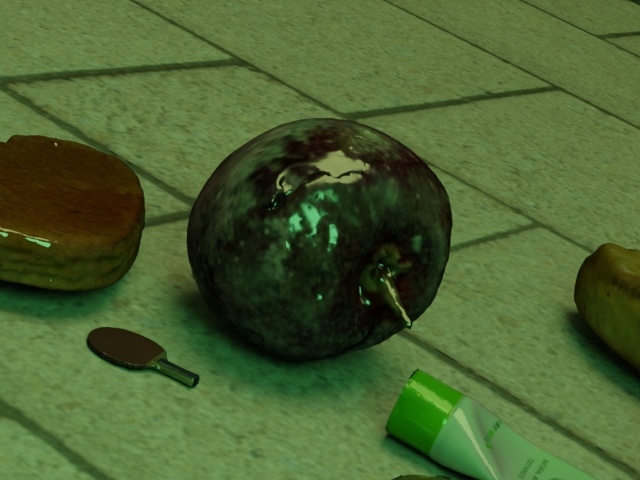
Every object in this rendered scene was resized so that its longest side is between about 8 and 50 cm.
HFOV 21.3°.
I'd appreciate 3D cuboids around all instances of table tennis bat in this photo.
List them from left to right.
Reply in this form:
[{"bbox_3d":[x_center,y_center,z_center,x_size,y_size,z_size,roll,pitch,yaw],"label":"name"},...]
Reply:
[{"bbox_3d":[-0.120,0.079,1.159,0.083,0.007,0.050,24,20,16],"label":"table tennis bat"}]

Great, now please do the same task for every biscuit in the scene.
[{"bbox_3d":[-0.265,-0.036,1.255,0.277,0.052,0.262,14,17,-13],"label":"biscuit"},{"bbox_3d":[0.349,0.090,1.440,0.274,0.091,0.213,20,18,-4],"label":"biscuit"}]

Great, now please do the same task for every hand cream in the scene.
[{"bbox_3d":[0.172,0.176,1.145,0.275,0.050,0.079,29,49,11],"label":"hand cream"}]

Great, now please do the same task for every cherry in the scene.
[{"bbox_3d":[-0.008,-0.001,1.230,0.195,0.195,0.195,17,21,-7],"label":"cherry"}]

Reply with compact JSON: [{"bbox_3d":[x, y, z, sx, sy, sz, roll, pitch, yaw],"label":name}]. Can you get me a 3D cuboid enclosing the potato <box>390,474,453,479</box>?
[{"bbox_3d":[0.085,0.195,0.996,0.119,0.054,0.198,19,21,-10],"label":"potato"}]
